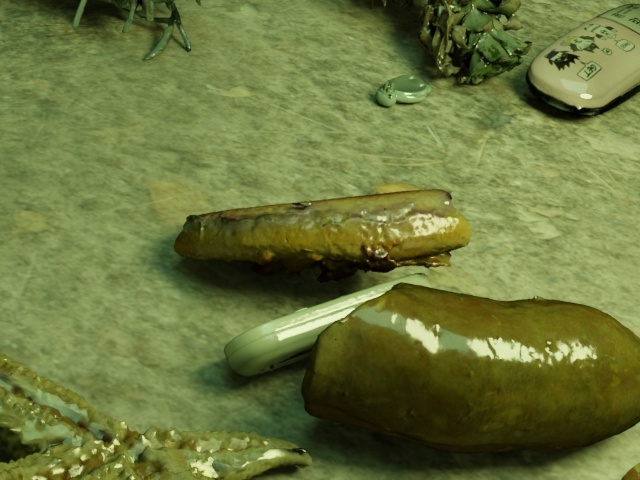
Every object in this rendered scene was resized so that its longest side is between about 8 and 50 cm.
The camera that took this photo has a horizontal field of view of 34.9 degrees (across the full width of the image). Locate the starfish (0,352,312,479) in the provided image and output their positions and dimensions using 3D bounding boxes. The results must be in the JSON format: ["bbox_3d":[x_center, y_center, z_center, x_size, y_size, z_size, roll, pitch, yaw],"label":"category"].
[{"bbox_3d":[-0.203,0.184,0.767,0.432,0.082,0.324,18,18,-5],"label":"starfish"}]

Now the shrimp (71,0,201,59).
[{"bbox_3d":[-0.303,-0.359,1.350,0.410,0.166,0.221,21,16,6],"label":"shrimp"}]

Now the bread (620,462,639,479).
[{"bbox_3d":[0.303,0.229,0.891,0.047,0.036,0.083,-21,48,-25],"label":"bread"}]

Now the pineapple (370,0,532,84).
[{"bbox_3d":[0.175,-0.335,1.393,0.262,0.262,0.272,-17,71,-26],"label":"pineapple"}]

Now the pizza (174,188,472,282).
[{"bbox_3d":[0.000,0.000,1.021,0.305,0.085,0.161,-4,4,16],"label":"pizza"}]

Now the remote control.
[{"bbox_3d":[0.013,0.081,0.973,0.221,0.078,0.042,-15,72,-26],"label":"remote control"}]

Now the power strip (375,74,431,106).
[{"bbox_3d":[0.108,-0.200,1.331,0.083,0.035,0.055,-23,51,-34],"label":"power strip"}]

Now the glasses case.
[{"bbox_3d":[0.403,-0.254,1.410,0.122,0.075,0.314,39,50,25],"label":"glasses case"}]

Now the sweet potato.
[{"bbox_3d":[0.164,0.119,0.906,0.369,0.158,0.158,8,42,-8],"label":"sweet potato"}]
